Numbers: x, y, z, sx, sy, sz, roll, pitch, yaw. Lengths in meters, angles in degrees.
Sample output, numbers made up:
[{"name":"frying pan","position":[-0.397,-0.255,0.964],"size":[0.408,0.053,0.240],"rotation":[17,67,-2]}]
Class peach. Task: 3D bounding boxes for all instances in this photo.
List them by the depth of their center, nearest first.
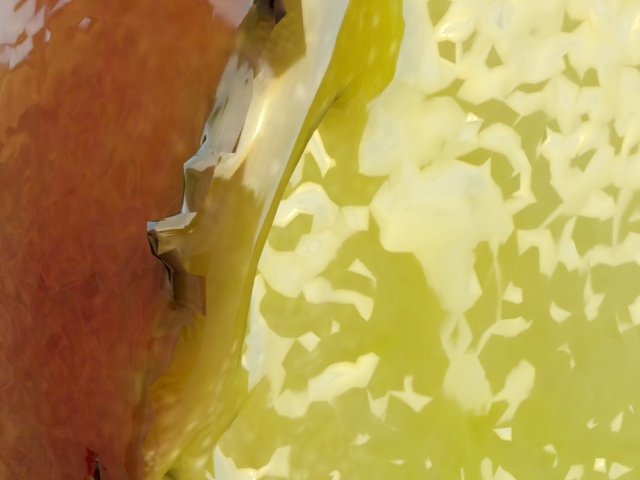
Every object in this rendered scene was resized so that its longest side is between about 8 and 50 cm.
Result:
[{"name":"peach","position":[0.000,0.000,0.483],"size":[0.201,0.258,0.361],"rotation":[23,-45,50]}]
